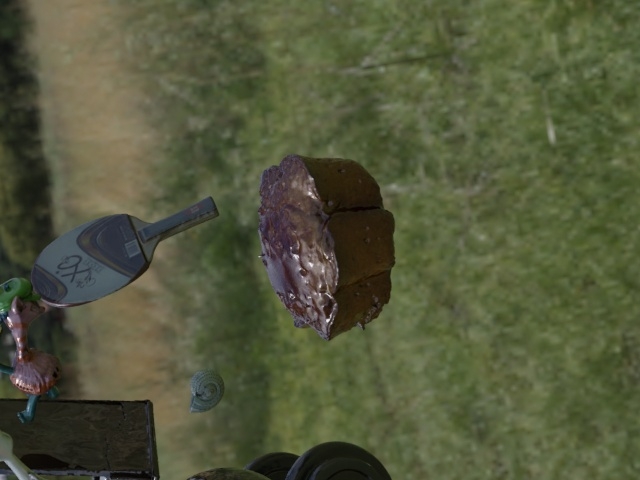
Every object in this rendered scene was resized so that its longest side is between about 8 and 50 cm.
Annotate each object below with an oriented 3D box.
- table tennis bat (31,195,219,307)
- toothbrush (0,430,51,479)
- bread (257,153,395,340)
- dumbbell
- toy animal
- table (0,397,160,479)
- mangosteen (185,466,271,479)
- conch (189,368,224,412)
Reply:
[{"bbox_3d":[-0.295,0.011,2.096,0.173,0.301,0.022,-118,6,-47],"label":"table tennis bat"},{"bbox_3d":[-0.272,0.266,1.400,0.386,0.040,0.040,69,-176,-55],"label":"toothbrush"},{"bbox_3d":[0.001,0.013,1.750,0.247,0.135,0.232,134,124,-65],"label":"bread"},{"bbox_3d":[-0.014,0.382,1.931,0.290,0.192,0.192,-22,77,53],"label":"dumbbell"},{"bbox_3d":[-0.424,0.158,1.949,0.100,0.103,0.208,46,149,51],"label":"toy animal"},{"bbox_3d":[-0.400,0.392,2.105,0.196,0.282,0.250,-107,23,-59],"label":"table"},{"bbox_3d":[-0.074,0.376,1.618,0.235,0.261,0.235,-16,-90,-73],"label":"mangosteen"},{"bbox_3d":[-0.184,0.243,2.221,0.085,0.057,0.076,-156,82,-88],"label":"conch"}]
